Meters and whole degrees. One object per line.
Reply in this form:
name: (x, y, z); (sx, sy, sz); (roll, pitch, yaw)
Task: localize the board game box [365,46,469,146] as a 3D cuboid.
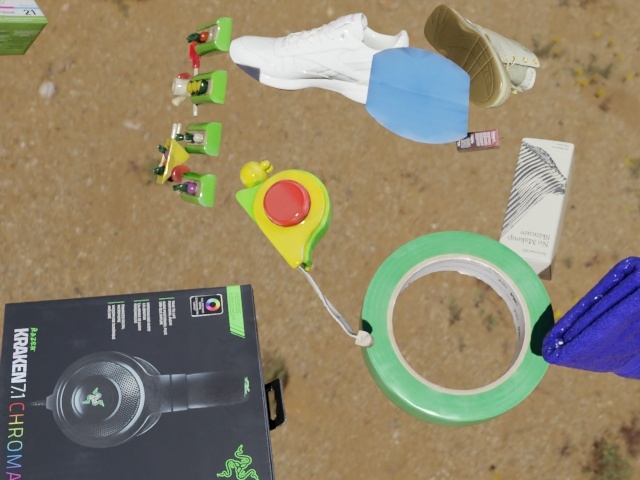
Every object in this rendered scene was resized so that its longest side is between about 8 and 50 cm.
board game box: (0.123, -0.180, 1.309); (0.133, 0.033, 0.168); (13, 52, -5)

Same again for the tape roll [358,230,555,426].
tape roll: (0.226, 0.146, 1.697); (0.321, 0.077, 0.321); (1, 71, -2)

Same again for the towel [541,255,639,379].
towel: (0.511, 0.138, 1.580); (0.308, 0.227, 0.076); (14, 36, -39)

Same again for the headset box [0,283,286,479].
headset box: (-0.179, 0.188, 1.050); (0.283, 0.131, 0.246); (-3, 53, -6)

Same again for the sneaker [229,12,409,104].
sneaker: (0.003, -0.321, 1.685); (0.305, 0.152, 0.114); (9, 36, -1)

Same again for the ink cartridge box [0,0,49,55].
ink cartridge box: (-0.633, -0.451, 1.786); (0.255, 0.097, 0.189); (56, 32, 10)

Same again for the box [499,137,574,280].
box: (0.435, -0.065, 2.042); (0.113, 0.094, 0.275); (8, 65, 17)

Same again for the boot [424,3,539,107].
boot: (0.255, -0.247, 1.458); (0.165, 0.077, 0.213); (16, 33, -35)

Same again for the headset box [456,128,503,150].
headset box: (0.285, -0.177, 1.810); (0.083, 0.062, 0.032); (-6, 89, 12)

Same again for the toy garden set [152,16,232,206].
toy garden set: (-0.184, -0.175, 1.389); (0.049, 0.204, 0.244); (5, 94, -22)

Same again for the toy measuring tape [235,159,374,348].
toy measuring tape: (0.000, 0.000, 1.476); (0.121, 0.121, 0.330); (-27, 70, -38)
